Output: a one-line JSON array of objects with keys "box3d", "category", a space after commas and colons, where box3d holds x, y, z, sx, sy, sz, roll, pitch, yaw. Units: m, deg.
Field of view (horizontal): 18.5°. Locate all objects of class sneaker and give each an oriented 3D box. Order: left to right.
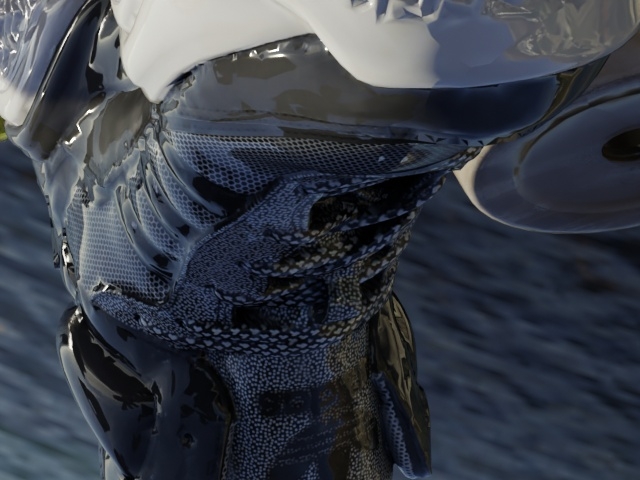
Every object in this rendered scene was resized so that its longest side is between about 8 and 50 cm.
[{"box3d": [0.000, 0.000, 0.460, 0.101, 0.153, 0.268, -15, -172, -22], "category": "sneaker"}]

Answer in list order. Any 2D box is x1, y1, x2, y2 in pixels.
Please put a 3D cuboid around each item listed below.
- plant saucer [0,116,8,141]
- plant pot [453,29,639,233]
[{"box3d": [-0.194, -0.161, 0.948, 0.241, 0.037, 0.241, 7, 118, 13], "category": "plant saucer"}, {"box3d": [0.145, -0.168, 1.102, 0.323, 0.280, 0.323, -7, 154, -4], "category": "plant pot"}]
